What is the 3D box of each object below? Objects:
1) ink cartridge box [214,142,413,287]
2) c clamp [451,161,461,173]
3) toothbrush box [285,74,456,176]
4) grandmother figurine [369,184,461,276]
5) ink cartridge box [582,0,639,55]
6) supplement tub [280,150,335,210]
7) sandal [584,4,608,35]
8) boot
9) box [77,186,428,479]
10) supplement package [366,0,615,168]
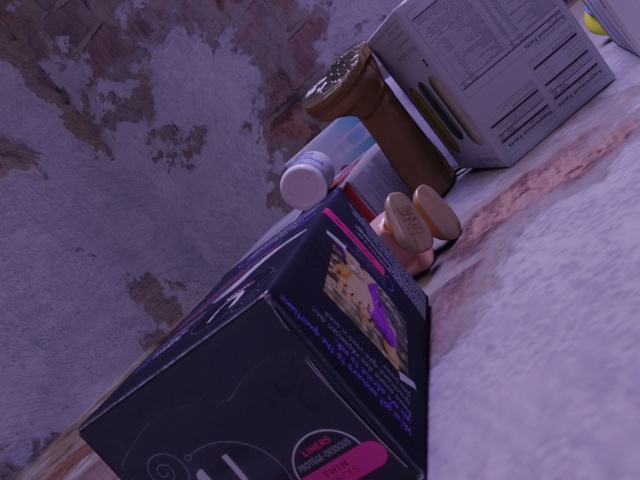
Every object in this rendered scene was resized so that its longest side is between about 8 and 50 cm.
[{"bbox_3d":[0.000,0.000,1.054,0.309,0.130,0.272,-36,9,35],"label":"ink cartridge box"},{"bbox_3d":[0.282,-0.168,1.078,0.160,0.022,0.137,-43,6,-28],"label":"c clamp"},{"bbox_3d":[0.108,-0.172,1.261,0.295,0.216,0.126,-34,8,38],"label":"toothbrush box"},{"bbox_3d":[0.008,0.057,0.786,0.207,0.104,0.342,-6,-24,-45],"label":"grandmother figurine"},{"bbox_3d":[0.497,-0.380,0.874,0.198,0.115,0.273,-37,7,28],"label":"ink cartridge box"},{"bbox_3d":[-0.018,-0.092,0.923,0.071,0.071,0.107,-38,11,19],"label":"supplement tub"},{"bbox_3d":[0.581,-0.500,1.036,0.317,0.138,0.126,-44,49,16],"label":"sandal"},{"bbox_3d":[0.106,-0.159,0.944,0.089,0.269,0.236,-24,23,36],"label":"boot"},{"bbox_3d":[-0.021,0.085,0.473,0.165,0.143,0.270,-37,7,19],"label":"box"},{"bbox_3d":[0.237,-0.269,0.906,0.198,0.263,0.199,-40,9,-1],"label":"supplement package"}]
